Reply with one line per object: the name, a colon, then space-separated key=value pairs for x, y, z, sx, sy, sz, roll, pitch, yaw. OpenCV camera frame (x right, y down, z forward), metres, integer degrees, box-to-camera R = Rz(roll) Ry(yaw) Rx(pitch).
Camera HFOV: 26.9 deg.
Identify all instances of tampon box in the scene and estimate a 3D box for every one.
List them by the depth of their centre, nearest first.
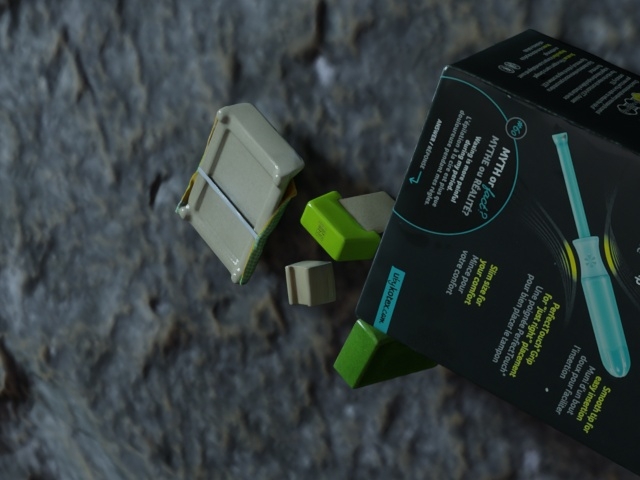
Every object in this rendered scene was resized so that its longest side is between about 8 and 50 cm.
tampon box: x=0.119 y=0.005 z=0.542 sx=0.161 sy=0.101 sz=0.120 roll=29 pitch=118 yaw=17

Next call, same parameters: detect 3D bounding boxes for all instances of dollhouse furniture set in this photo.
dollhouse furniture set: x=0.000 y=0.000 z=0.653 sx=0.152 sy=0.058 sz=0.076 roll=48 pitch=132 yaw=30
